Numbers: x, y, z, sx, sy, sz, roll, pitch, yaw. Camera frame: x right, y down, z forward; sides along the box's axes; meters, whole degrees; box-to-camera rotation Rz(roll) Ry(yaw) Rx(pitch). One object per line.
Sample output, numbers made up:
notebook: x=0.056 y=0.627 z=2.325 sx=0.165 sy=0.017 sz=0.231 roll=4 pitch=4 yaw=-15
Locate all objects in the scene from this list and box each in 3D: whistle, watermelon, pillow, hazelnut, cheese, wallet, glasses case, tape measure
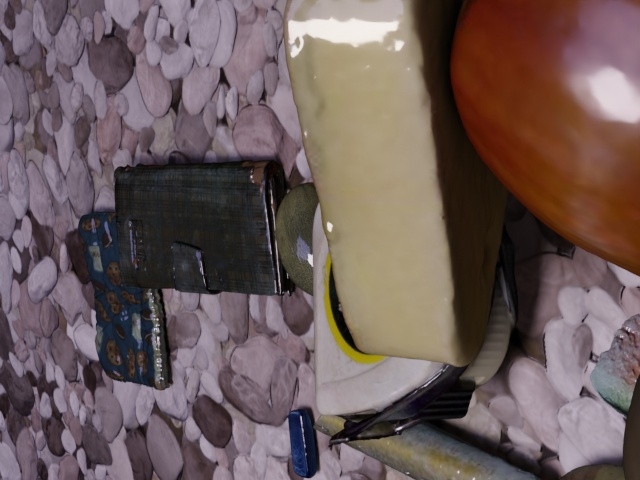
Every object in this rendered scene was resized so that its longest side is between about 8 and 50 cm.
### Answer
whistle: x=0.110 y=0.220 z=1.242 sx=0.326 sy=0.057 sz=0.068 roll=20 pitch=102 yaw=46
watermelon: x=0.318 y=0.127 z=0.968 sx=0.180 sy=0.081 sz=0.094 roll=34 pitch=103 yaw=21
pillow: x=-0.281 y=0.084 z=1.701 sx=0.189 sy=0.034 sz=0.255 roll=3 pitch=102 yaw=52
hazelnut: x=0.262 y=-0.127 z=0.786 sx=0.366 sy=0.366 sz=0.365 roll=15 pitch=110 yaw=48
cheese: x=0.095 y=-0.133 z=0.960 sx=0.104 sy=0.384 sz=0.383 roll=6 pitch=105 yaw=22
wallet: x=-0.158 y=-0.016 z=1.501 sx=0.317 sy=0.044 sz=0.169 roll=2 pitch=98 yaw=44
glasses case: x=-0.020 y=0.243 z=1.430 sx=0.033 sy=0.023 sz=0.083 roll=-1 pitch=97 yaw=55
tape measure: x=0.097 y=0.075 z=1.151 sx=0.231 sy=0.133 sz=0.271 roll=-5 pitch=82 yaw=57

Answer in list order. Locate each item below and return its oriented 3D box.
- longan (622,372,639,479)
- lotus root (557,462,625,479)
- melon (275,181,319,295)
longan: x=0.324 y=0.158 z=0.815 sx=0.248 sy=0.248 sz=0.248 roll=15 pitch=110 yaw=48
lotus root: x=0.261 y=0.304 z=1.045 sx=0.183 sy=0.078 sz=0.203 roll=8 pitch=105 yaw=37
melon: x=0.000 y=0.000 z=1.292 sx=0.098 sy=0.098 sz=0.130 roll=-30 pitch=70 yaw=49
